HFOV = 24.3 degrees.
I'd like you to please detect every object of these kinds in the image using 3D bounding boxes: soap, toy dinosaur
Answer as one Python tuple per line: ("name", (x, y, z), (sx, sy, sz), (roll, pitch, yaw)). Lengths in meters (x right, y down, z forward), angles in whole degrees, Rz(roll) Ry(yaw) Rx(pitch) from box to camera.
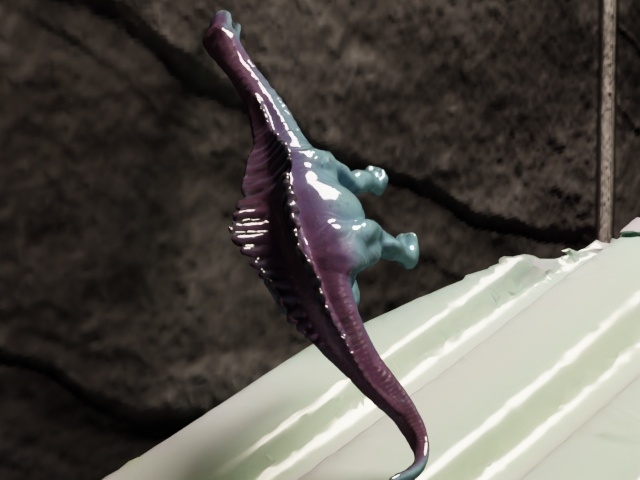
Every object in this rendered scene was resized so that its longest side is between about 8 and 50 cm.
("soap", (0.052, 0.147, 0.520), (0.446, 0.261, 0.156), (-33, 121, -41))
("toy dinosaur", (0.000, 0.000, 0.533), (0.080, 0.045, 0.197), (16, 46, -55))
